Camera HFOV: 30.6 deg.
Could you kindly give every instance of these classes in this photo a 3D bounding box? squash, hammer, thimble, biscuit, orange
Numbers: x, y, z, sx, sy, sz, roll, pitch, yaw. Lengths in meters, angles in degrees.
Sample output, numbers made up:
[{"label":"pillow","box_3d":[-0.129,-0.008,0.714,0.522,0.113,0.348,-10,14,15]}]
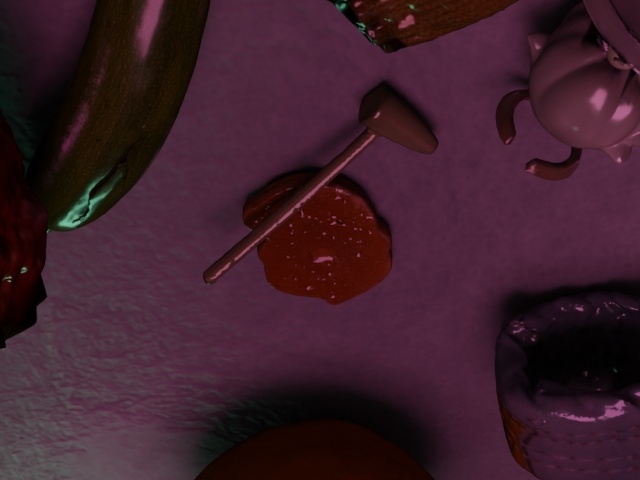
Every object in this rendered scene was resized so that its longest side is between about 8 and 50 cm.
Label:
[{"label":"squash","box_3d":[-0.127,-0.093,0.734,0.080,0.071,0.318,17,133,-15]},{"label":"hammer","box_3d":[-0.006,-0.026,0.811,0.195,0.028,0.060,-40,123,21]},{"label":"thimble","box_3d":[0.212,0.113,0.903,0.151,0.127,0.118,-8,134,8]},{"label":"biscuit","box_3d":[0.000,0.000,0.866,0.102,0.019,0.130,-14,133,14]},{"label":"orange","box_3d":[-0.007,0.280,1.004,0.261,0.261,0.261,0,136,0]}]

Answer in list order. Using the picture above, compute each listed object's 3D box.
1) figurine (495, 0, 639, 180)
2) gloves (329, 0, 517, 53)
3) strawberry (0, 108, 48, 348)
[{"label":"figurine","box_3d":[0.168,-0.099,0.705,0.132,0.132,0.153,19,146,-18]},{"label":"gloves","box_3d":[0.123,-0.221,0.542,0.356,0.155,0.203,-19,127,40]},{"label":"strawberry","box_3d":[-0.313,-0.037,0.665,0.292,0.292,0.310,-21,106,21]}]
